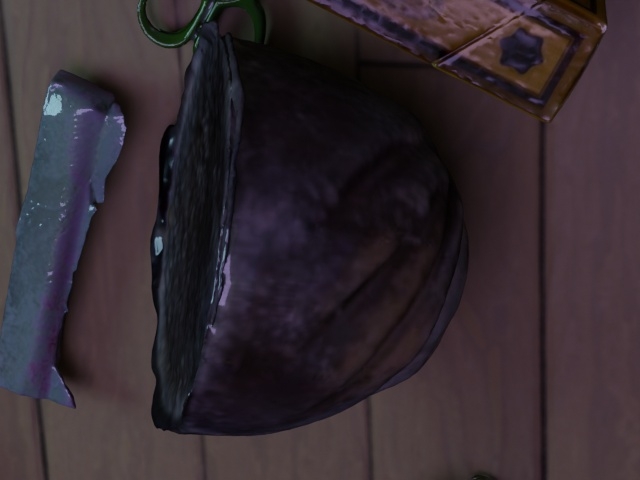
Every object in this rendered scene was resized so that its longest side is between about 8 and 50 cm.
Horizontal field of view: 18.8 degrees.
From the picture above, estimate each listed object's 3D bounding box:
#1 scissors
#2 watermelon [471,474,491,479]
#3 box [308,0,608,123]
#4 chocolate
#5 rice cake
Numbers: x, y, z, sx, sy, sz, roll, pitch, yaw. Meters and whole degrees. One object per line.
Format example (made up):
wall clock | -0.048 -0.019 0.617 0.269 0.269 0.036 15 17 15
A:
scissors | -0.056 -0.220 1.438 0.101 0.027 0.204 29 115 -6
watermelon | 0.111 0.252 1.548 0.109 0.109 0.109 5 112 12
box | 0.044 -0.210 1.310 0.301 0.193 0.084 27 115 -6
chocolate | 0.000 0.000 1.397 0.213 0.303 0.303 8 114 -14
rice cake | -0.207 0.005 1.550 0.081 0.051 0.290 21 116 15
